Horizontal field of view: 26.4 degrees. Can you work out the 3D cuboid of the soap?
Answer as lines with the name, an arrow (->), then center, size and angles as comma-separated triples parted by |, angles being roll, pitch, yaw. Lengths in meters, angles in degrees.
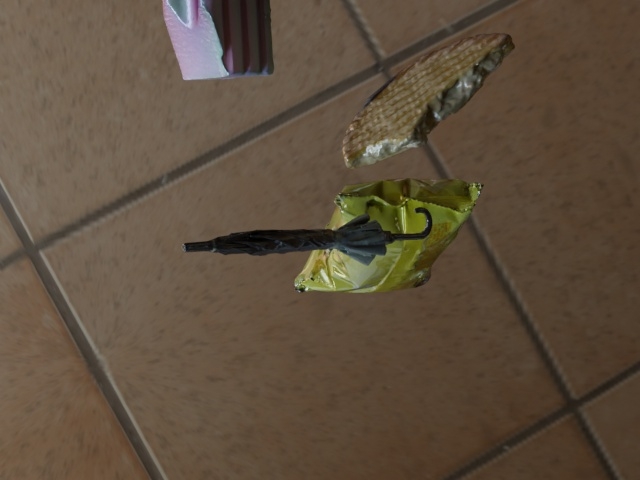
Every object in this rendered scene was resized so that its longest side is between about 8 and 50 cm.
soap -> -0.088, -0.211, 1.152 | 0.056, 0.100, 0.149 | 1, 98, 28

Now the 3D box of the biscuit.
biscuit -> 0.127, -0.166, 1.597 | 0.228, 0.176, 0.031 | -26, 121, 16

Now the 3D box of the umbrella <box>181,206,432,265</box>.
umbrella -> 0.000, 0.005, 1.093 | 0.269, 0.044, 0.044 | -8, 101, -42

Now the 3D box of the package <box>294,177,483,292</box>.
package -> 0.071, -0.004, 1.440 | 0.168, 0.226, 0.090 | -3, 66, -18
